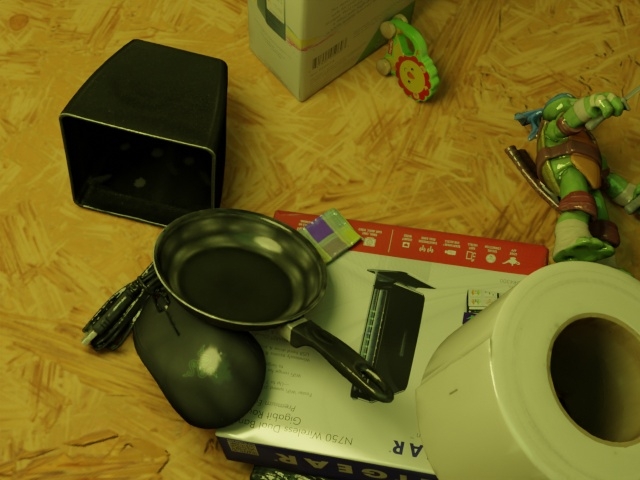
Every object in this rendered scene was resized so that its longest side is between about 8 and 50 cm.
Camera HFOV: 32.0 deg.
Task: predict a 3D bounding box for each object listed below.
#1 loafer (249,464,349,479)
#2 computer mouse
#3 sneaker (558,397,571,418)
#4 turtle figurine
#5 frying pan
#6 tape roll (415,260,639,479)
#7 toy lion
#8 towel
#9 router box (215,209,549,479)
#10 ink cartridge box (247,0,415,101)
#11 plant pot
[{"bbox_3d":[0.006,0.270,1.295,0.170,0.062,0.061,13,65,2],"label":"loafer"},{"bbox_3d":[-0.165,0.106,1.271,0.188,0.072,0.272,-43,47,-5],"label":"computer mouse"},{"bbox_3d":[0.347,0.189,1.348,0.170,0.051,0.089,15,69,-2],"label":"sneaker"},{"bbox_3d":[0.371,-0.084,1.371,0.274,0.198,0.266,5,62,2],"label":"turtle figurine"},{"bbox_3d":[-0.034,0.062,1.235,0.326,0.053,0.197,27,39,13],"label":"frying pan"},{"bbox_3d":[0.241,0.163,1.118,0.246,0.169,0.246,9,64,-19],"label":"tape roll"},{"bbox_3d":[0.120,-0.236,1.477,0.034,0.100,0.096,-33,57,-29],"label":"toy lion"},{"bbox_3d":[0.000,0.000,1.324,0.083,0.009,0.060,-32,60,-13],"label":"towel"},{"bbox_3d":[0.080,0.130,1.293,0.335,0.082,0.301,7,60,10],"label":"router box"},{"bbox_3d":[0.019,-0.345,1.376,0.207,0.353,0.119,-37,75,-15],"label":"ink cartridge box"},{"bbox_3d":[-0.199,-0.138,1.390,0.187,0.188,0.167,14,56,3],"label":"plant pot"}]
